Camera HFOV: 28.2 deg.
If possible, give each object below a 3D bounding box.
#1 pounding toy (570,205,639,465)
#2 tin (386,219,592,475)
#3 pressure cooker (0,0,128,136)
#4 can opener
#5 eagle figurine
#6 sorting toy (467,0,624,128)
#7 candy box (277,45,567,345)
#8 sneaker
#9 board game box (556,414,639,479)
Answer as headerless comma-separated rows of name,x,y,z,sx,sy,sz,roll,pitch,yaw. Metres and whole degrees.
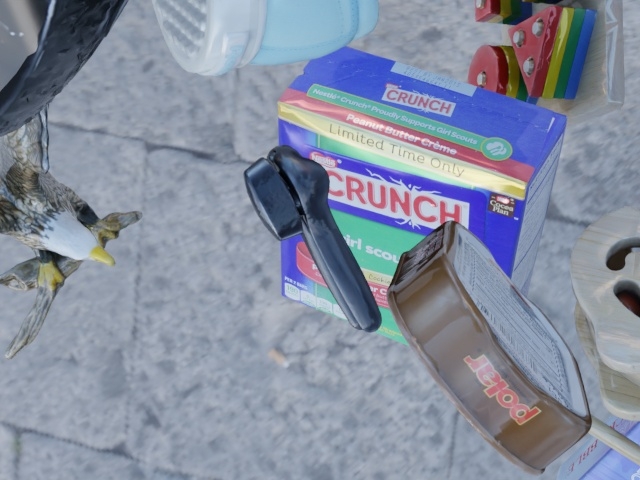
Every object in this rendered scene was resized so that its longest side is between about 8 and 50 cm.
pounding toy,0.277,0.079,1.005,0.269,0.154,0.155,1,139,16
tin,0.082,0.045,0.602,0.040,0.189,0.106,-37,94,12
pressure cooker,-0.195,-0.271,0.546,0.370,0.420,0.375,6,134,13
can opener,0.000,0.000,1.113,0.073,0.059,0.186,-32,106,-5
eagle figurine,-0.273,-0.039,1.121,0.225,0.298,0.226,-4,69,18
sorting toy,0.261,-0.265,1.554,0.089,0.257,0.255,2,83,-19
candy box,0.098,-0.029,1.366,0.268,0.122,0.317,20,140,16
sneaker,-0.048,-0.281,0.803,0.135,0.150,0.366,-18,80,61
board game box,0.422,0.213,1.109,0.318,0.066,0.318,32,127,-1
